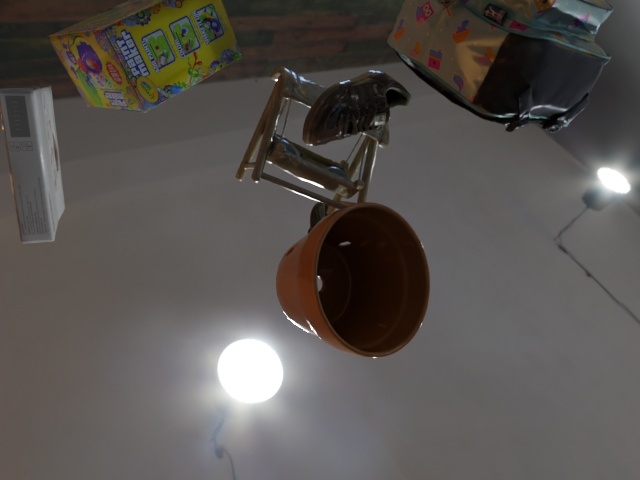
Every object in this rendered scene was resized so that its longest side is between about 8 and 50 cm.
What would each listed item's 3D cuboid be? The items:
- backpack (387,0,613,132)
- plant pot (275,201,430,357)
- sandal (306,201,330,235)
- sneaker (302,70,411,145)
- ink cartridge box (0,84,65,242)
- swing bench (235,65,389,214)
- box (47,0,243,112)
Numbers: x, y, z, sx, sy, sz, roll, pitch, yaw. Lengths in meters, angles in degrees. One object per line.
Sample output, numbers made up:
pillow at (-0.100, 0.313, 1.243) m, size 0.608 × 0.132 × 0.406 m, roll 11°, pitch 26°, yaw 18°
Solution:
backpack at (0.169, -0.205, 0.531) m, size 0.166 × 0.144 × 0.188 m, roll -10°, pitch -143°, yaw -37°
plant pot at (0.047, 0.083, 1.077) m, size 0.291 × 0.203 × 0.290 m, roll 6°, pitch -100°, yaw -35°
sandal at (0.000, 0.000, 1.376) m, size 0.060 × 0.219 × 0.090 m, roll 15°, pitch -134°, yaw 31°
sneaker at (0.054, -0.175, 0.717) m, size 0.071 × 0.066 × 0.188 m, roll 30°, pitch -128°, yaw 22°
ink cartridge box at (-0.599, -0.172, 1.130) m, size 0.066 × 0.296 × 0.261 m, roll -5°, pitch -161°, yaw -20°
swing bench at (-0.008, -0.204, 1.135) m, size 0.253 × 0.254 × 0.165 m, roll 20°, pitch 179°, yaw -24°
box at (-0.387, -0.431, 1.199) m, size 0.290 × 0.177 × 0.279 m, roll 16°, pitch -132°, yaw 42°
